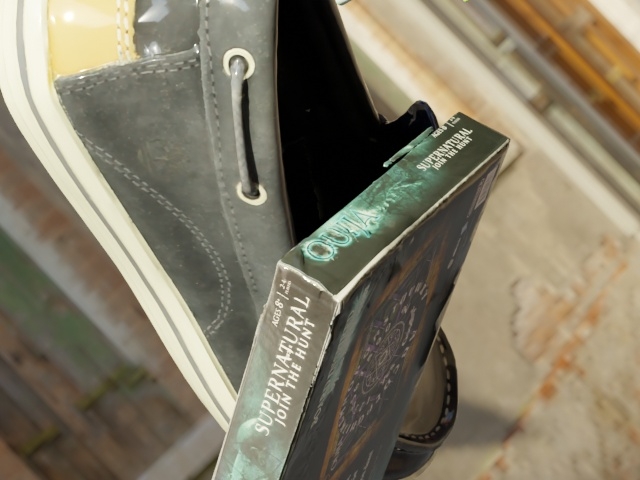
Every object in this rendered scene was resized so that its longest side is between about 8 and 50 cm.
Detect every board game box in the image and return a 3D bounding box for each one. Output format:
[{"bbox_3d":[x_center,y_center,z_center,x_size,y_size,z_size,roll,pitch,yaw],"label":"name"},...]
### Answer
[{"bbox_3d":[0.004,0.057,0.593,0.126,0.026,0.186,-40,-26,-50],"label":"board game box"}]

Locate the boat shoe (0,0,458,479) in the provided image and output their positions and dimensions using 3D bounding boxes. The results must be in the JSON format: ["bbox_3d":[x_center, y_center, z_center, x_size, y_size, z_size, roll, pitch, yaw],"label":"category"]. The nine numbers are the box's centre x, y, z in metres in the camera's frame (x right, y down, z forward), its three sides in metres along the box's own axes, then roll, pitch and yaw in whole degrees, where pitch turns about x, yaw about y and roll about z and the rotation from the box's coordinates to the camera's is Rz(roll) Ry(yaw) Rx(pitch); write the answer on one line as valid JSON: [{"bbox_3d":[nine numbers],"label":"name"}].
[{"bbox_3d":[0.000,0.000,0.956,0.156,0.500,0.187,-5,54,22],"label":"boat shoe"}]

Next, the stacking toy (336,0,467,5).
[{"bbox_3d":[-0.007,-0.234,1.245,0.167,0.221,0.052,-28,14,31],"label":"stacking toy"}]
